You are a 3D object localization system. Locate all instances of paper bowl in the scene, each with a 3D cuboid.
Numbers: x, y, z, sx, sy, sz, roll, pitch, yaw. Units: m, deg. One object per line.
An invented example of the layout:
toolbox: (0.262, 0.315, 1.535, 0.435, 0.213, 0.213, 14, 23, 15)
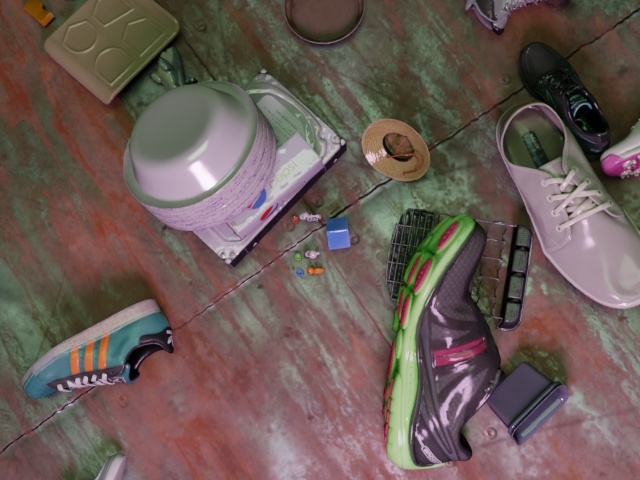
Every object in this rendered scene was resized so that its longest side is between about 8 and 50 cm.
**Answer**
paper bowl: (-0.235, -0.173, 1.572, 0.284, 0.148, 0.284, -12, 57, 20)

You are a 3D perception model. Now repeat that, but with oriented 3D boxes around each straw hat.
straw hat: (0.158, -0.190, 1.677, 0.144, 0.144, 0.061, 28, 45, 8)

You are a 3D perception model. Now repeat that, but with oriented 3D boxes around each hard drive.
hard drive: (-0.145, -0.146, 1.695, 0.237, 0.064, 0.339, 44, 86, 10)

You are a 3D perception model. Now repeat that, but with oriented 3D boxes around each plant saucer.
plant saucer: (0.008, -0.482, 1.760, 0.168, 0.029, 0.169, -1, 80, 3)

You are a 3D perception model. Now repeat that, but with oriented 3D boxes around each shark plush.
shark plush: (-0.281, -0.327, 1.743, 0.067, 0.073, 0.161, -31, 71, -33)

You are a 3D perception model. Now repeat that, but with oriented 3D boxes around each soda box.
soda box: (-0.097, -0.102, 1.616, 0.216, 0.069, 0.074, -42, 79, -3)

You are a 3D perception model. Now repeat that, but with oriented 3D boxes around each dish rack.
dish rack: (0.264, 0.048, 1.628, 0.271, 0.074, 0.208, 10, 80, 8)

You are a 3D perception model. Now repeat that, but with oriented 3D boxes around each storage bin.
storage bin: (0.377, 0.295, 1.571, 0.135, 0.098, 0.091, -43, 52, -3)

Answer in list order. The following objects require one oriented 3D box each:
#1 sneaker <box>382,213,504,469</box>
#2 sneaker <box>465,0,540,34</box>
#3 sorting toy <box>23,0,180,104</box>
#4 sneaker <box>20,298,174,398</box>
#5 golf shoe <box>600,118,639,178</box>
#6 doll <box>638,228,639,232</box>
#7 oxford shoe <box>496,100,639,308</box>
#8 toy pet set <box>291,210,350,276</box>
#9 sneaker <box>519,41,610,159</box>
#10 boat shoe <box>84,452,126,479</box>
sneaker: (0.232, 0.182, 1.520, 0.202, 0.185, 0.483, 6, 108, -3)
sneaker: (0.399, -0.471, 1.710, 0.228, 0.086, 0.132, 12, 86, 17)
sorting toy: (-0.468, -0.450, 1.787, 0.307, 0.041, 0.229, 40, 85, 17)
sneaker: (-0.422, 0.235, 1.625, 0.302, 0.108, 0.121, -31, 75, -3)
golf shoe: (0.655, -0.226, 1.636, 0.306, 0.115, 0.140, -25, 70, -8)
doll: (0.633, 0.032, 1.613, 0.189, 0.046, 0.129, -39, 67, -3)
oxford shoe: (0.464, -0.073, 1.585, 0.169, 0.130, 0.449, -29, 75, 6)
toy pet set: (0.000, 0.000, 1.657, 0.114, 0.065, 0.122, -7, 80, 3)
sneaker: (0.483, -0.286, 1.652, 0.101, 0.106, 0.267, -33, 78, 1)
boat shoe: (-0.444, 0.496, 1.595, 0.081, 0.079, 0.228, 26, 86, 4)
